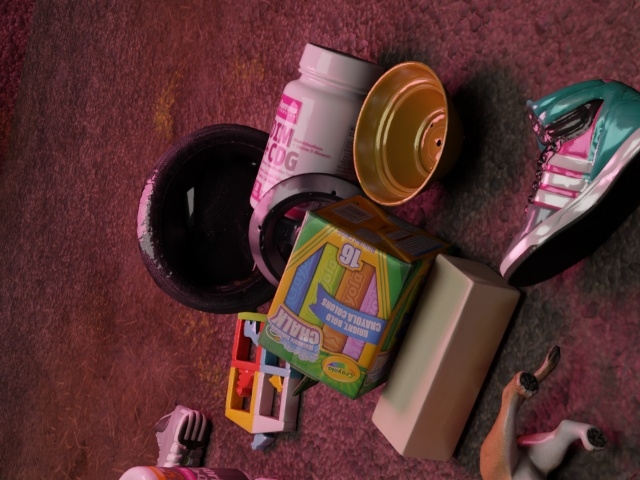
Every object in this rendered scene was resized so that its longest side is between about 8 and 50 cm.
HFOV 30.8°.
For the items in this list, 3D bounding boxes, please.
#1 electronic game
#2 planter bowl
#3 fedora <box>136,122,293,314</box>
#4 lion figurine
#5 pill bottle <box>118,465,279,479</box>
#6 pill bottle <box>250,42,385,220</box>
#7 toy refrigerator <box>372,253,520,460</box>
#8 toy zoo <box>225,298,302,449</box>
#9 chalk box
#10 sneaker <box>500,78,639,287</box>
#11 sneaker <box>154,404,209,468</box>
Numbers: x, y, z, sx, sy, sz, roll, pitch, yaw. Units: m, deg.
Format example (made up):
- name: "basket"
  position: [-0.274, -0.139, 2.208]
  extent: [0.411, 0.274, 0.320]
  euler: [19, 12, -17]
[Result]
- name: "electronic game"
  position: [0.000, 0.000, 1.821]
  extent: [0.229, 0.229, 0.048]
  euler: [-59, 4, 28]
- name: "planter bowl"
  position: [0.149, -0.152, 1.736]
  extent: [0.217, 0.090, 0.217]
  euler: [-16, 69, 51]
- name: "fedora"
  position: [-0.169, -0.033, 2.057]
  extent: [0.152, 0.334, 0.333]
  euler: [131, 144, -82]
- name: "lion figurine"
  position: [0.262, 0.350, 1.446]
  extent: [0.240, 0.142, 0.392]
  euler: [121, 157, -54]
- name: "pill bottle"
  position: [-0.192, 0.455, 1.906]
  extent: [0.162, 0.279, 0.162]
  euler: [-17, 69, 51]
- name: "pill bottle"
  position: [-0.001, -0.167, 1.888]
  extent: [0.160, 0.160, 0.283]
  euler: [33, 108, 53]
- name: "toy refrigerator"
  position: [0.176, 0.166, 1.626]
  extent: [0.102, 0.094, 0.269]
  euler: [43, 117, 57]
- name: "toy zoo"
  position: [-0.096, 0.222, 2.042]
  extent: [0.192, 0.030, 0.293]
  euler: [2, 83, 55]
- name: "chalk box"
  position: [0.042, 0.108, 1.696]
  extent: [0.179, 0.180, 0.288]
  euler: [28, 111, 20]
- name: "sneaker"
  position: [0.304, -0.093, 1.473]
  extent: [0.295, 0.124, 0.178]
  euler: [-48, 51, 26]
- name: "sneaker"
  position: [-0.287, 0.424, 2.230]
  extent: [0.132, 0.086, 0.228]
  euler: [19, 87, 59]
